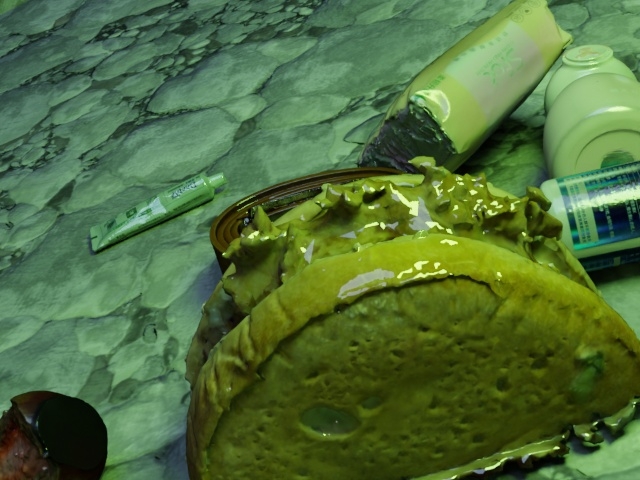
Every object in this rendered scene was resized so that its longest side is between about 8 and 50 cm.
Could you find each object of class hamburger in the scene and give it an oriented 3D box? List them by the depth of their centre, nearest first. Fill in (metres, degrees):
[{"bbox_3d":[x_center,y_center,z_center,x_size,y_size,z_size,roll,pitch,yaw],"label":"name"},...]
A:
[{"bbox_3d":[0.062,0.058,0.960,0.446,0.287,0.268,-15,31,2],"label":"hamburger"}]

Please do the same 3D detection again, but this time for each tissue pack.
[{"bbox_3d":[0.175,-0.175,1.300,0.256,0.123,0.215,-45,-1,-27],"label":"tissue pack"}]

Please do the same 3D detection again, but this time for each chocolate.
[{"bbox_3d":[-0.298,0.225,1.064,0.133,0.127,0.124,-22,39,29],"label":"chocolate"}]

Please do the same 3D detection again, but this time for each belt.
[{"bbox_3d":[0.000,0.000,1.240,0.261,0.105,0.184,-13,31,7],"label":"belt"}]

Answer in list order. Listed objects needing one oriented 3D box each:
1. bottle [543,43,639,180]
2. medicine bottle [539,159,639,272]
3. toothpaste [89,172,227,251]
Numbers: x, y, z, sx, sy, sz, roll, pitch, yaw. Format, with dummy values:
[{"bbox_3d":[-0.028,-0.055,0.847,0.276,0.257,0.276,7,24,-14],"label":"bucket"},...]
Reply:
[{"bbox_3d":[0.333,-0.144,1.220,0.148,0.147,0.236,-13,31,12],"label":"bottle"},{"bbox_3d":[0.336,-0.031,1.086,0.192,0.107,0.107,-12,34,8],"label":"medicine bottle"},{"bbox_3d":[-0.238,-0.046,1.501,0.218,0.041,0.064,-25,39,0],"label":"toothpaste"}]
